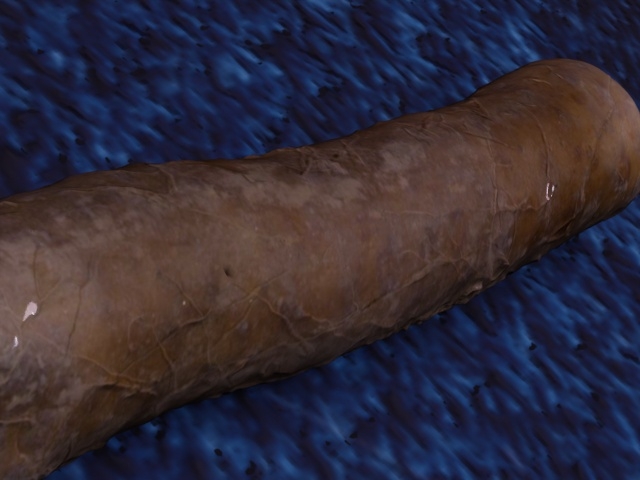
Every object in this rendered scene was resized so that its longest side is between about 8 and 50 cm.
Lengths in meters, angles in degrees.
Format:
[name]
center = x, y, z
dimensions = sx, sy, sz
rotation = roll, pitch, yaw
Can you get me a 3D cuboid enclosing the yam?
[yam]
center = 0.000, 0.000, 0.450
dimensions = 0.299, 0.066, 0.066
rotation = -18, 63, -49
